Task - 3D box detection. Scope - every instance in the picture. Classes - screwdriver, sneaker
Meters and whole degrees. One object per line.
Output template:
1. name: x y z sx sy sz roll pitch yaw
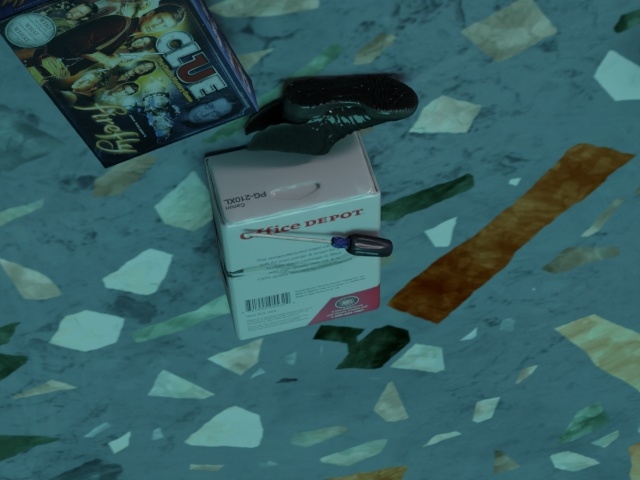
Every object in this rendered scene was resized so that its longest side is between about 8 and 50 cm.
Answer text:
1. screwdriver: 0.000 0.000 1.835 0.170 0.024 0.025 7 169 -28
2. sneaker: 0.011 -0.125 1.815 0.170 0.051 0.089 0 144 -13

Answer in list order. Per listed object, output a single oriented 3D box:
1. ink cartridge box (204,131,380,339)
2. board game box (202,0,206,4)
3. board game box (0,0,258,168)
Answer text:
1. ink cartridge box: -0.027 -0.006 1.926 0.172 0.100 0.237 -13 147 -6
2. board game box: -0.162 -0.253 1.559 0.092 0.043 0.181 -14 147 0
3. board game box: -0.174 -0.170 1.598 0.165 0.042 0.243 -20 146 9
